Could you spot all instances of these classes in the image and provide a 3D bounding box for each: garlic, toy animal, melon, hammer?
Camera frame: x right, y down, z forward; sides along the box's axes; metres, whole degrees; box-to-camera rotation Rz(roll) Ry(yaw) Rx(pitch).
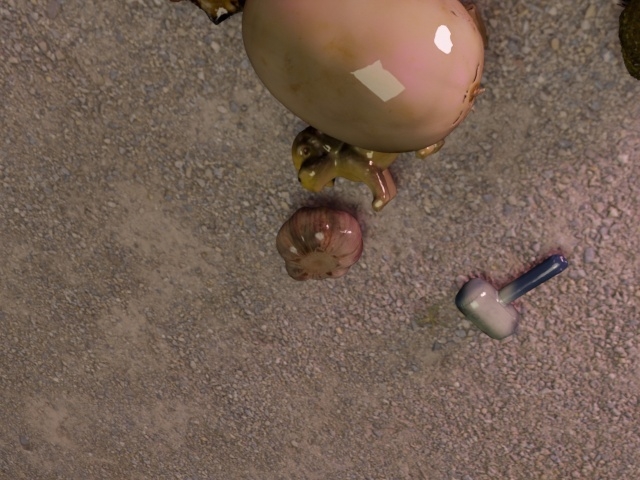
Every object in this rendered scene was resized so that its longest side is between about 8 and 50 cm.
[{"bbox_3d":[0.000,0.000,1.145,0.147,0.102,0.159,12,141,-7],"label":"garlic"},{"bbox_3d":[0.068,-0.132,1.015,0.233,0.121,0.169,-34,91,29],"label":"toy animal"},{"bbox_3d":[0.053,-0.234,0.844,0.317,0.223,0.223,27,130,13],"label":"melon"},{"bbox_3d":[0.324,0.082,1.121,0.116,0.069,0.194,42,122,-12],"label":"hammer"}]

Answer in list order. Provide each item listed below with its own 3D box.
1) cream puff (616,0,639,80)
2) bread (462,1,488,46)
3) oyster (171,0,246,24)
[{"bbox_3d":[0.431,-0.254,0.790,0.169,0.183,0.183,0,129,48],"label":"cream puff"},{"bbox_3d":[0.179,-0.278,0.919,0.083,0.035,0.070,-19,118,22],"label":"bread"},{"bbox_3d":[-0.195,-0.458,0.875,0.221,0.096,0.361,-29,112,39],"label":"oyster"}]
